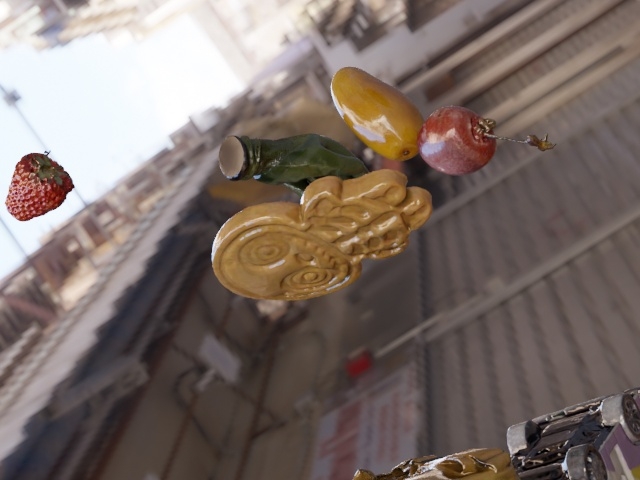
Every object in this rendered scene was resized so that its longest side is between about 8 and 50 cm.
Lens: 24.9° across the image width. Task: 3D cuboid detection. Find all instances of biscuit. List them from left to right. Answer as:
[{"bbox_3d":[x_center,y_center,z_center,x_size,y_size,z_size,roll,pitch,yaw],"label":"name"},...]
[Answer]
[{"bbox_3d":[0.000,0.001,1.753,0.202,0.289,0.044,38,-141,-47],"label":"biscuit"}]

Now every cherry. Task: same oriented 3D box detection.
[{"bbox_3d":[0.216,-0.143,1.996,0.107,0.090,0.225,44,152,-24],"label":"cherry"}]

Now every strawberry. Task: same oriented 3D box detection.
[{"bbox_3d":[-0.319,-0.058,1.626,0.073,0.083,0.073,29,-151,-18],"label":"strawberry"}]

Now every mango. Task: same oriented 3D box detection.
[{"bbox_3d":[0.081,-0.193,2.122,0.102,0.085,0.184,-20,-119,-42],"label":"mango"}]

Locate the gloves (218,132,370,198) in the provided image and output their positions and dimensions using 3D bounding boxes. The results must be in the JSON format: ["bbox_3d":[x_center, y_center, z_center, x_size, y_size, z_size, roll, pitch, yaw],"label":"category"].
[{"bbox_3d":[-0.030,-0.114,2.233,0.268,0.135,0.107,17,-111,-34],"label":"gloves"}]

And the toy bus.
[{"bbox_3d":[0.382,0.415,2.188,0.440,0.209,0.249,-32,-81,-60],"label":"toy bus"}]

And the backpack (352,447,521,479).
[{"bbox_3d":[0.119,0.382,1.830,0.378,0.354,0.201,18,-126,-89],"label":"backpack"}]
